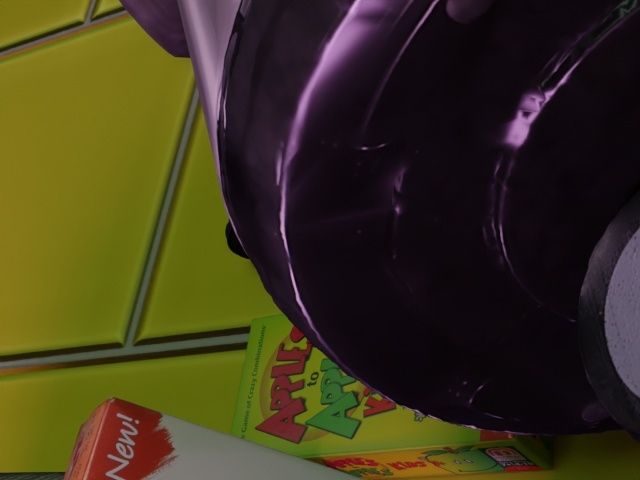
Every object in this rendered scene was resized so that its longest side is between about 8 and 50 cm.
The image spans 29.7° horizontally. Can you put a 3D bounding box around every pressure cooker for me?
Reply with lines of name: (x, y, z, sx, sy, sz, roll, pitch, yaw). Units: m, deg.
pressure cooker: (0.099, -0.170, 0.547, 0.420, 0.370, 0.375, -106, 25, -42)

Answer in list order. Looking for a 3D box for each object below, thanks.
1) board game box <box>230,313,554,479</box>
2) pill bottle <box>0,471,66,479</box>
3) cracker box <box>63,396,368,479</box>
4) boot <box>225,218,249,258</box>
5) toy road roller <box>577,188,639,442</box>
board game box: (0.037, 0.080, 0.657, 0.181, 0.043, 0.092, -11, 56, 34)
pill bottle: (-0.155, 0.205, 0.644, 0.283, 0.161, 0.161, -8, 57, 36)
cracker box: (-0.008, 0.176, 0.496, 0.067, 0.232, 0.155, 137, 150, -62)
boot: (0.000, 0.000, 0.744, 0.121, 0.045, 0.099, -35, 49, 15)
toy road roller: (0.259, 0.037, 0.327, 0.329, 0.202, 0.240, -48, 40, 30)
